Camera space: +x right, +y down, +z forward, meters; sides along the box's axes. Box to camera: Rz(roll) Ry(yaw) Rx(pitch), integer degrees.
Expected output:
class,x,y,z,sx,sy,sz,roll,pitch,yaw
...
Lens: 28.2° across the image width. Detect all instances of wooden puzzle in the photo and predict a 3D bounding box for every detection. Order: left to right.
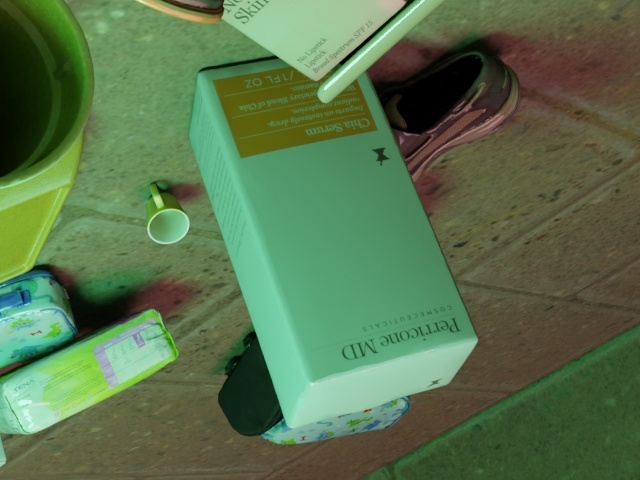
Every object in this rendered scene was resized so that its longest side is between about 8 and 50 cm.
class,x,y,z,sx,sy,sz,roll,pitch,yaw
wooden puzzle,0.086,-0.276,1.390,0.044,0.238,0.221,40,125,-16

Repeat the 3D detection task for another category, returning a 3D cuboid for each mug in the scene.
class,x,y,z,sx,sy,sz,roll,pitch,yaw
mug,-0.228,-0.044,1.880,0.062,0.064,0.078,5,124,-23

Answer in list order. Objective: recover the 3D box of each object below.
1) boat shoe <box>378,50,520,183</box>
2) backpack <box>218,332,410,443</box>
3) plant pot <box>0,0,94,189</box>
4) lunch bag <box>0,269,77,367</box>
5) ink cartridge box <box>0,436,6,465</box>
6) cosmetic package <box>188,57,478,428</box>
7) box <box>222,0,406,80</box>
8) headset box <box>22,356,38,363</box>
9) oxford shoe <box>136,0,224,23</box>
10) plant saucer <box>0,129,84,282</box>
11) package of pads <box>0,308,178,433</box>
class,x,y,z,sx,sy,sz,roll,pitch,yaw
boat shoe,0.115,-0.167,1.850,0.355,0.132,0.130,-35,144,11
backpack,0.017,0.287,2.620,0.355,0.273,0.290,-17,153,-41
plant pot,-0.412,-0.137,1.332,0.276,0.276,0.254,-4,163,-33
lunch bag,-0.501,0.129,2.004,0.219,0.090,0.176,-19,158,-4
ink cartridge box,-0.703,0.321,2.120,0.197,0.198,0.270,-37,151,32
cosmetic package,0.003,-0.015,1.646,0.230,0.453,0.161,-14,156,-18
box,-0.043,-0.297,1.300,0.232,0.127,0.148,30,131,-28
headset box,-0.488,0.198,2.235,0.062,0.032,0.083,-23,156,4
oxford shoe,-0.187,-0.303,1.167,0.271,0.097,0.098,36,115,-13
plant saucer,-0.459,-0.006,1.633,0.333,0.081,0.333,-26,164,-37
package of pads,-0.402,0.219,2.101,0.296,0.101,0.229,-27,-175,-27
